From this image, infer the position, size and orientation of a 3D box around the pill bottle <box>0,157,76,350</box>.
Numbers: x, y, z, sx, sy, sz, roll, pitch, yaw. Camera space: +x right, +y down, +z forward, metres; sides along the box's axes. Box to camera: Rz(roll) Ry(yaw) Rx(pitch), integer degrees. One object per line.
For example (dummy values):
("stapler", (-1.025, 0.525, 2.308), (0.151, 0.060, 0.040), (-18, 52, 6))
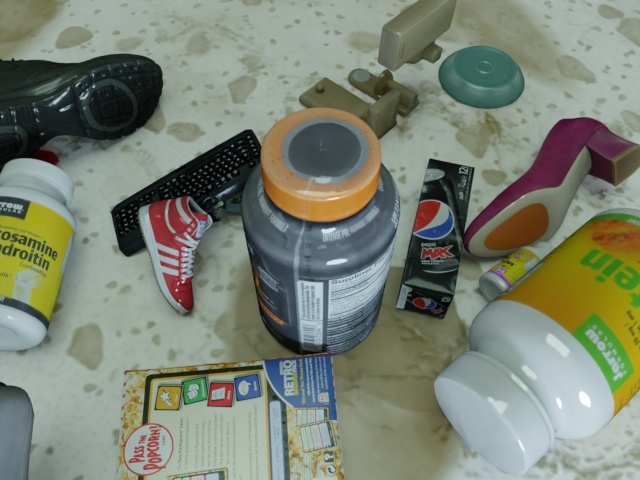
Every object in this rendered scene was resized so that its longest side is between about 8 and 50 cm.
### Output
("pill bottle", (-0.311, 0.010, 0.580), (0.103, 0.103, 0.184), (1, 58, 0))

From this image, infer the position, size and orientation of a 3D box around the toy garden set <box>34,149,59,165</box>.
("toy garden set", (-0.442, -0.096, 0.678), (0.244, 0.049, 0.204), (19, 59, 11))

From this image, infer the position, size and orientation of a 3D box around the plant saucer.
("plant saucer", (0.224, -0.232, 0.786), (0.119, 0.021, 0.119), (0, 58, 0))

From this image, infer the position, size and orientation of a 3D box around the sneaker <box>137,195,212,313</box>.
("sneaker", (-0.136, 0.012, 0.584), (0.067, 0.042, 0.118), (-18, 94, 9))

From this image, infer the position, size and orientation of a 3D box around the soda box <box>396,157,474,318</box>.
("soda box", (0.126, -0.006, 0.618), (0.053, 0.060, 0.169), (12, 58, 8))

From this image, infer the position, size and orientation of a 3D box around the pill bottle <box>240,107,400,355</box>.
("pill bottle", (0.000, 0.000, 0.504), (0.130, 0.246, 0.130), (0, 57, 0))

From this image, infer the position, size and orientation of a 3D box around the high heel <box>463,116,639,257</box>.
("high heel", (0.243, -0.070, 0.663), (0.244, 0.082, 0.117), (-34, 39, -8))

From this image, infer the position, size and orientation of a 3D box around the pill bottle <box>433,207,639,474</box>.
("pill bottle", (0.224, 0.088, 0.514), (0.245, 0.136, 0.136), (-35, 64, -20))

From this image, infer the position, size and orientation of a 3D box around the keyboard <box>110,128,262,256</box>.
("keyboard", (-0.147, -0.053, 0.627), (0.192, 0.038, 0.100), (-31, 60, 4))

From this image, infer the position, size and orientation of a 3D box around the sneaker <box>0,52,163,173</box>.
("sneaker", (-0.324, -0.174, 0.675), (0.286, 0.109, 0.130), (-29, 59, -35))

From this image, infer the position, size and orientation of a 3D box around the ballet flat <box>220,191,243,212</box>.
("ballet flat", (-0.035, -0.084, 0.665), (0.188, 0.070, 0.070), (-16, 59, -10))

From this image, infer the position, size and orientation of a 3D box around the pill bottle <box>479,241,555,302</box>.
("pill bottle", (0.211, 0.034, 0.603), (0.083, 0.043, 0.043), (-31, 63, -19))

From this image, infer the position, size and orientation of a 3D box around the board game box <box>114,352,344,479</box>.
("board game box", (-0.078, 0.183, 0.506), (0.193, 0.045, 0.147), (-4, 58, -3))

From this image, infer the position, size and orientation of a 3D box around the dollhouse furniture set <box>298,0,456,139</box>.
("dollhouse furniture set", (0.066, -0.237, 0.712), (0.123, 0.151, 0.144), (37, 62, 21))

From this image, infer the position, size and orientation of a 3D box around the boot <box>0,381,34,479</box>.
("boot", (-0.176, 0.274, 0.400), (0.222, 0.118, 0.338), (3, 79, -1))
